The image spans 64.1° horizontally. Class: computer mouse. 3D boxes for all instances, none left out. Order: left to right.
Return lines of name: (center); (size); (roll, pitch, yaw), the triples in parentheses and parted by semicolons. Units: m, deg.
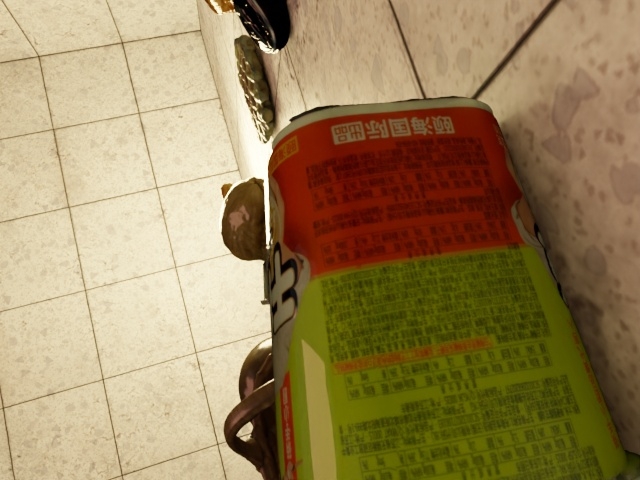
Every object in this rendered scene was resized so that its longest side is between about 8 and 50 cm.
computer mouse: (-0.131, -0.504, 1.050); (0.137, 0.096, 0.233); (174, 83, -78)

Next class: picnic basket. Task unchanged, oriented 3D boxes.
picnic basket: (-0.009, 0.282, 0.829); (0.337, 0.293, 0.337); (56, -171, -14)

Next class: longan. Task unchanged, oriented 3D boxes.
longan: (-0.092, 0.434, 1.509); (0.319, 0.319, 0.319); (166, 90, -79)

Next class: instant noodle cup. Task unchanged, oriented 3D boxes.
instant noodle cup: (0.070, 0.066, 0.432); (0.294, 0.294, 0.308); (113, 148, -72)

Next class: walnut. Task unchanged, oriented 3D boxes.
walnut: (-0.199, -0.069, 1.592); (0.283, 0.227, 0.283); (168, 90, -68)

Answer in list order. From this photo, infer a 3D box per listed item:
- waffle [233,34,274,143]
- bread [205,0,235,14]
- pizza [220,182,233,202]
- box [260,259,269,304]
waffle: (-0.197, -0.448, 1.532); (0.292, 0.056, 0.309); (128, 126, -76)
bread: (-0.233, -0.655, 1.247); (0.158, 0.143, 0.149); (135, 120, -81)
pizza: (-0.215, -0.095, 1.814); (0.335, 0.086, 0.226); (49, -139, -20)
box: (-0.106, 0.126, 1.580); (0.243, 0.163, 0.135); (138, 125, -78)
